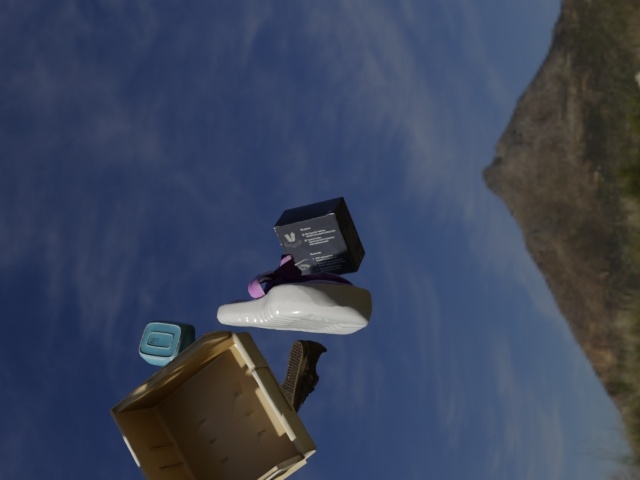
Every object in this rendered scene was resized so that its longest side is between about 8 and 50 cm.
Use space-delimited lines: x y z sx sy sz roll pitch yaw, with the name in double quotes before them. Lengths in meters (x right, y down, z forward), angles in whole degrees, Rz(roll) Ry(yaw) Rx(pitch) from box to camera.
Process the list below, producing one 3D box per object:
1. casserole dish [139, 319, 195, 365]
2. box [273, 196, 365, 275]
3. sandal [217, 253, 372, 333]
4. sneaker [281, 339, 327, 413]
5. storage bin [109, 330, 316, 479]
"casserole dish" -0.380 0.247 2.231 0.037 0.188 0.114 30 -111 -44
"box" 0.000 0.000 2.105 0.158 0.156 0.093 68 -155 -22
"sandal" -0.026 0.070 1.235 0.416 0.169 0.102 164 114 -69
"sneaker" -0.036 0.287 1.792 0.071 0.066 0.188 9 -75 -34
"storage bin" -0.183 0.329 1.577 0.262 0.260 0.123 57 -161 18
